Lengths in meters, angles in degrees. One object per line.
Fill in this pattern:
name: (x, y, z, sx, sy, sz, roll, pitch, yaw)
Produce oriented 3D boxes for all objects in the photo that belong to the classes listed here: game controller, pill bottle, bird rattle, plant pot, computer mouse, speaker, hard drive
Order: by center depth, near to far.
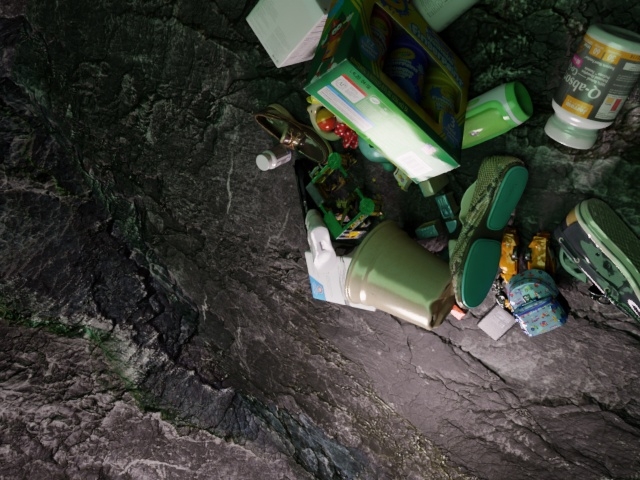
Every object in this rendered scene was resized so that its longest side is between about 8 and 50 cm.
pill bottle: (0.691, -0.383, 1.328, 0.162, 0.162, 0.278, 32, 130, 22)
pill bottle: (0.329, -0.664, 1.484, 0.229, 0.131, 0.131, -30, 93, 45)
speaker: (0.462, -0.355, 1.558, 0.297, 0.131, 0.131, -20, 101, 44)
computer mouse: (0.778, 0.099, 1.591, 0.042, 0.106, 0.192, -41, 78, 29)
plant pot: (0.303, 0.142, 1.809, 0.306, 0.334, 0.333, 30, 130, 30)
hard drive: (0.628, 0.288, 1.865, 0.094, 0.022, 0.135, 41, 133, 14)
bird rattle: (0.052, -0.438, 1.884, 0.207, 0.143, 0.253, -8, 122, 54)
game controller: (-0.062, -0.158, 2.086, 0.067, 0.166, 0.318, -6, 113, 11)
pill bottle: (-0.187, -0.330, 2.096, 0.078, 0.137, 0.078, 19, 125, 30)

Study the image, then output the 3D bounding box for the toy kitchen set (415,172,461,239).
toy kitchen set: (0.363, -0.109, 1.783, 0.166, 0.122, 0.207, -16, 103, 44)

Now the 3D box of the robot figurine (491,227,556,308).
robot figurine: (0.660, 0.108, 1.692, 0.211, 0.085, 0.290, 9, 119, 36)

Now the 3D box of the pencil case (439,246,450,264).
pencil case: (0.483, 0.036, 1.809, 0.070, 0.064, 0.152, 34, 140, -20)

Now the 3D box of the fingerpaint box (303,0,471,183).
fingerpaint box: (0.206, -0.436, 1.420, 0.445, 0.370, 0.163, 34, 145, -30)

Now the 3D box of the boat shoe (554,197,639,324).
boat shoe: (0.852, 0.113, 1.477, 0.500, 0.187, 0.156, 54, 140, 8)

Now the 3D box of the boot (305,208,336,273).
boot: (0.000, 0.000, 2.017, 0.123, 0.095, 0.258, -105, 6, -47)

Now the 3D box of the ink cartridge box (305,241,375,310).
ink cartridge box: (0.109, 0.136, 2.127, 0.308, 0.129, 0.222, 8, 117, 37)

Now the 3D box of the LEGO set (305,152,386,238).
LEGO set: (0.114, -0.159, 1.955, 0.331, 0.192, 0.255, 50, 118, 24)

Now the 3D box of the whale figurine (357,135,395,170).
whale figurine: (0.245, -0.316, 1.747, 0.272, 0.141, 0.216, 33, 131, 20)

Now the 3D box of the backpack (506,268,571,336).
backpack: (0.651, 0.182, 1.604, 0.158, 0.117, 0.173, -29, 96, 36)

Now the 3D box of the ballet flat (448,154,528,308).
ballet flat: (0.493, -0.034, 1.643, 0.182, 0.164, 0.481, 33, 111, 58)

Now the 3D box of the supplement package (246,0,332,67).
supplement package: (-0.061, -0.737, 1.715, 0.263, 0.198, 0.199, -32, 91, 45)

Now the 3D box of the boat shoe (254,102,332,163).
boat shoe: (-0.109, -0.394, 2.005, 0.342, 0.123, 0.123, 42, 134, 13)

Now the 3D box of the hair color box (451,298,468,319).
hair color box: (0.475, 0.213, 1.913, 0.141, 0.072, 0.043, 42, 134, 12)

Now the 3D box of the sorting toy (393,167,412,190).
sorting toy: (0.288, -0.225, 1.844, 0.075, 0.045, 0.083, 54, 138, 29)
